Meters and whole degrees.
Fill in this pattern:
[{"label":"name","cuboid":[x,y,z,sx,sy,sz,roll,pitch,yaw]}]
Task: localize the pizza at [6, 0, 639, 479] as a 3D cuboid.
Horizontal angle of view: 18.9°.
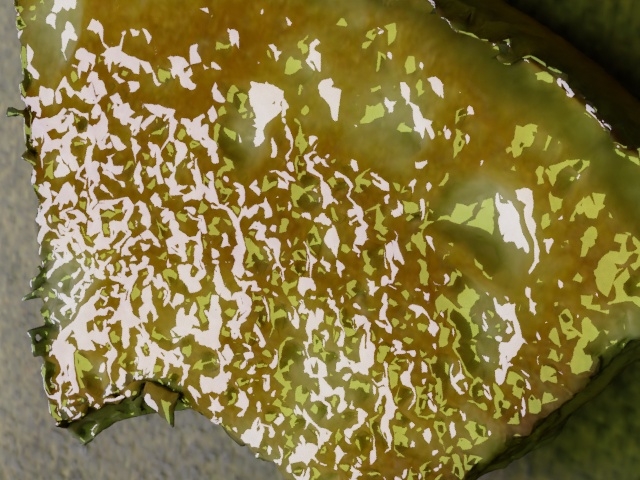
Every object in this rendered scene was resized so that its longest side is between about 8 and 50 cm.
[{"label":"pizza","cuboid":[0.000,0.000,0.697,0.323,0.089,0.223,28,110,31]}]
